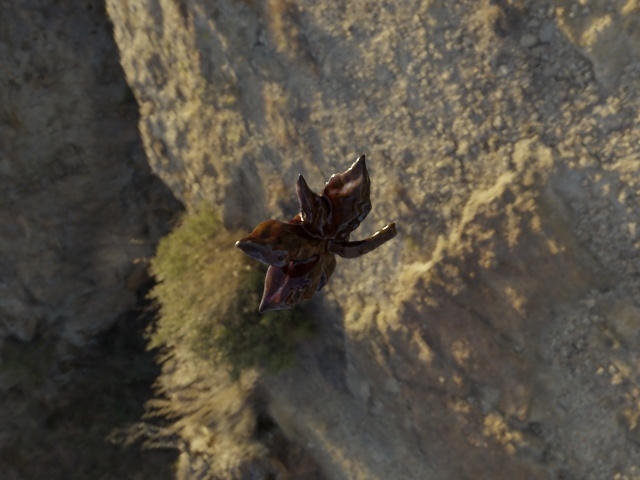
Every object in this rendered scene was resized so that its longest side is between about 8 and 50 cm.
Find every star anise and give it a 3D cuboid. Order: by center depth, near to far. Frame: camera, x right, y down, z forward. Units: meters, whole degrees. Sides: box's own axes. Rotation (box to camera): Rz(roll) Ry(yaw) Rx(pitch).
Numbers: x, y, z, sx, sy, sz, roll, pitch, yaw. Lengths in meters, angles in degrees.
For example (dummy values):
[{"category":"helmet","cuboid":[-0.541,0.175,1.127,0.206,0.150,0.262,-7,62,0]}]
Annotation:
[{"category":"star anise","cuboid":[-0.007,0.000,1.079,0.111,0.196,0.212,55,156,11]}]
